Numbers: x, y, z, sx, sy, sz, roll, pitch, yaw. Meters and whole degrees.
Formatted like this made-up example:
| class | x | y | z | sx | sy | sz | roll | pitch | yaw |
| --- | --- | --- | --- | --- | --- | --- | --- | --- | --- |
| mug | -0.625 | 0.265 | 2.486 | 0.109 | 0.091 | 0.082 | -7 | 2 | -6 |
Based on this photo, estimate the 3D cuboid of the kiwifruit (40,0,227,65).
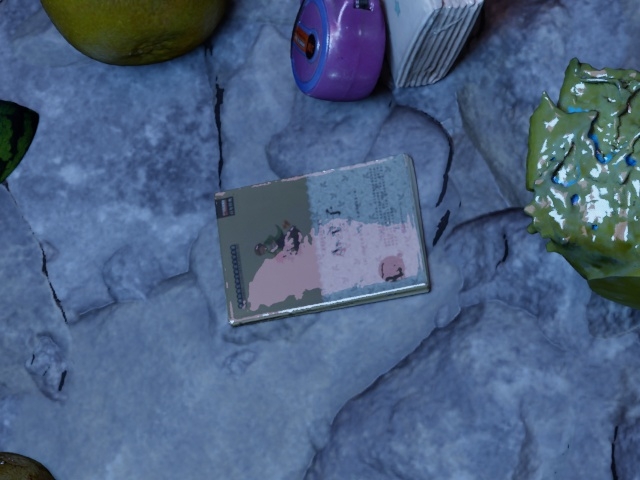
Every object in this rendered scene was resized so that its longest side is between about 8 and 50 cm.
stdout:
| class | x | y | z | sx | sy | sz | roll | pitch | yaw |
| --- | --- | --- | --- | --- | --- | --- | --- | --- | --- |
| kiwifruit | -0.191 | -0.289 | 1.690 | 0.196 | 0.196 | 0.234 | -20 | 67 | 8 |

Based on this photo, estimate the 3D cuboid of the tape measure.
| class | x | y | z | sx | sy | sz | roll | pitch | yaw |
| --- | --- | --- | --- | --- | --- | --- | --- | --- | --- |
| tape measure | 0.019 | -0.195 | 1.644 | 0.074 | 0.118 | 0.125 | 1 | 111 | -20 |

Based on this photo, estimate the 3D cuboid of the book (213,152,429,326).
| class | x | y | z | sx | sy | sz | roll | pitch | yaw |
| --- | --- | --- | --- | --- | --- | --- | --- | --- | --- |
| book | 0.000 | 0.000 | 1.653 | 0.199 | 0.016 | 0.138 | -11 | 73 | 11 |

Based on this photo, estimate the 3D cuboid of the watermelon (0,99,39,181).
| class | x | y | z | sx | sy | sz | roll | pitch | yaw |
| --- | --- | --- | --- | --- | --- | --- | --- | --- | --- |
| watermelon | -0.367 | -0.119 | 1.744 | 0.125 | 0.135 | 0.094 | -44 | 33 | 2 |

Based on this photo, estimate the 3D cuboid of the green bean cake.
| class | x | y | z | sx | sy | sz | roll | pitch | yaw |
| --- | --- | --- | --- | --- | --- | --- | --- | --- | --- |
| green bean cake | 0.317 | -0.041 | 1.446 | 0.310 | 0.285 | 0.202 | 8 | 82 | 17 |

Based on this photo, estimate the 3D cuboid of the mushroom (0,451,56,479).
| class | x | y | z | sx | sy | sz | roll | pitch | yaw |
| --- | --- | --- | --- | --- | --- | --- | --- | --- | --- |
| mushroom | -0.299 | 0.260 | 1.632 | 0.127 | 0.087 | 0.127 | 3 | 72 | -9 |

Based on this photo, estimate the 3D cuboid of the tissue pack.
| class | x | y | z | sx | sy | sz | roll | pitch | yaw |
| --- | --- | --- | --- | --- | --- | --- | --- | --- | --- |
| tissue pack | 0.071 | -0.325 | 1.643 | 0.071 | 0.170 | 0.325 | -10 | 71 | -15 |
